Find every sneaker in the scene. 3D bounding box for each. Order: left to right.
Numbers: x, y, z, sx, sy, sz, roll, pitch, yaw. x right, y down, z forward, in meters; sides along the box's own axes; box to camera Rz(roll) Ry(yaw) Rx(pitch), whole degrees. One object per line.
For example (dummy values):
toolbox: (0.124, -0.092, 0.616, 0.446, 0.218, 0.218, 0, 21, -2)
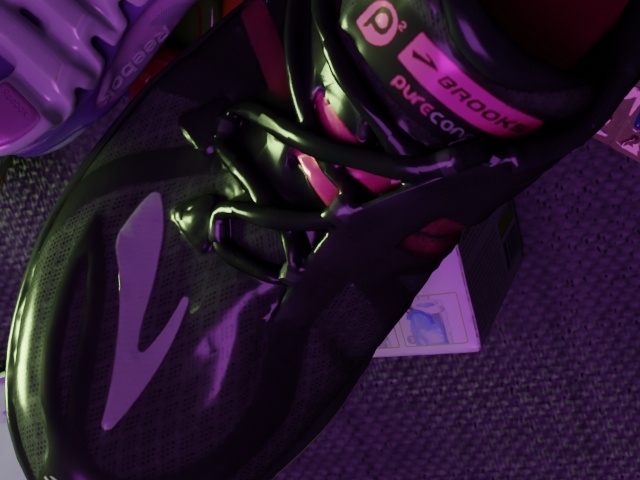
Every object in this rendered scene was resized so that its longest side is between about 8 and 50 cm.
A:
sneaker: (-0.103, -0.129, 0.752, 0.095, 0.104, 0.236, 42, 82, 12)
sneaker: (0.018, -0.064, 0.663, 0.185, 0.202, 0.483, 38, 92, 1)

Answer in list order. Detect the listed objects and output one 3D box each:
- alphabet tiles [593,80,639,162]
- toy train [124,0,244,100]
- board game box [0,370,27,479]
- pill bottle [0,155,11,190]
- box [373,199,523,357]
alphabet tiles: (0.164, -0.147, 0.788, 0.237, 0.009, 0.198, 29, 123, 5)
toy train: (0.014, -0.136, 0.805, 0.248, 0.105, 0.143, 5, 105, 18)
board game box: (-0.197, 0.273, 1.123, 0.390, 0.050, 0.390, -19, 108, 28)
pill bottle: (-0.242, -0.164, 0.811, 0.210, 0.210, 0.363, 28, 123, 4)
box: (0.000, 0.000, 0.865, 0.203, 0.114, 0.103, -5, 114, 24)
